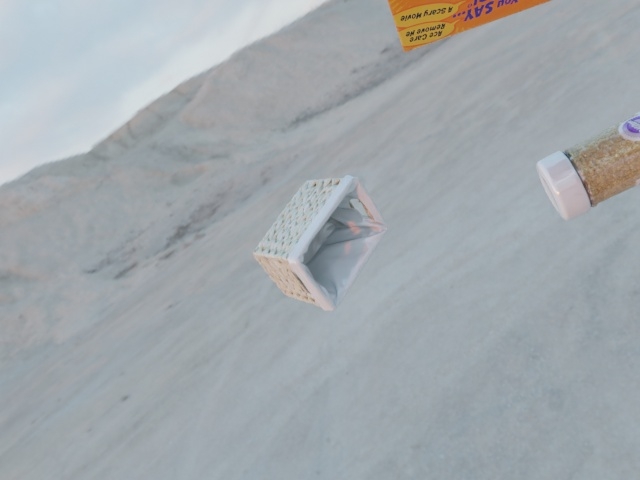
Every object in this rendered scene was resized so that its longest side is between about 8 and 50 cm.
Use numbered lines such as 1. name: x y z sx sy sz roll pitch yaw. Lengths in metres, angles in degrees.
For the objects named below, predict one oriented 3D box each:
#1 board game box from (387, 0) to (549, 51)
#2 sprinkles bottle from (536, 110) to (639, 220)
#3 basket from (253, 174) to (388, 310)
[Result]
1. board game box: 0.209 -0.557 0.980 0.356 0.356 0.356 -17 53 12
2. sprinkles bottle: 0.566 -0.165 1.250 0.355 0.121 0.121 -27 10 11
3. basket: 0.000 0.000 1.026 0.103 0.113 0.167 6 52 45
